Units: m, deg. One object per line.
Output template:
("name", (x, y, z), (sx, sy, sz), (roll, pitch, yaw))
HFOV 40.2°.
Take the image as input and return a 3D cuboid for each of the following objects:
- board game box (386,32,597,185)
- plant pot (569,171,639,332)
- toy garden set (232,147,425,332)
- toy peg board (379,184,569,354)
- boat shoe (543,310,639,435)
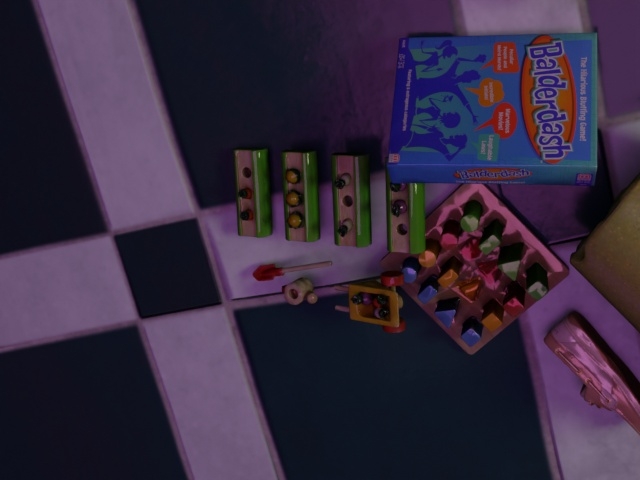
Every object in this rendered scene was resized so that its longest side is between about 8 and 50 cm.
("board game box", (0.182, -0.139, 0.922), (0.210, 0.047, 0.160), (1, 68, 13))
("plant pot", (0.404, 0.028, 0.869), (0.254, 0.276, 0.276), (40, 112, 12))
("toy garden set", (0.000, 0.000, 1.022), (0.244, 0.049, 0.204), (5, 107, 28))
("toy peg board", (0.173, 0.040, 1.010), (0.161, 0.079, 0.160), (45, 112, -2))
("boat shoe", (0.327, 0.164, 1.022), (0.059, 0.063, 0.170), (-39, 85, 24))
